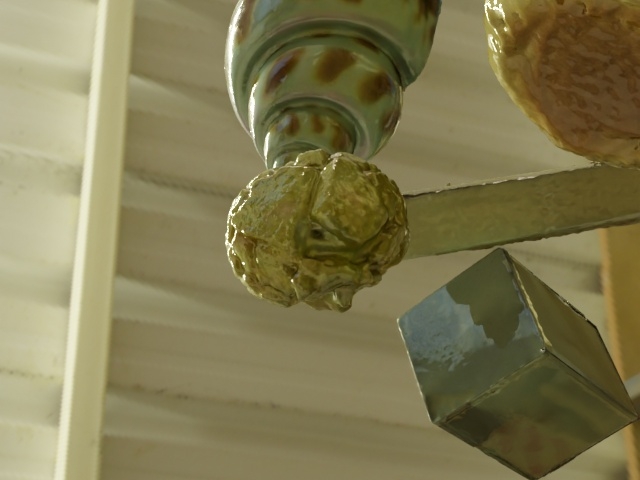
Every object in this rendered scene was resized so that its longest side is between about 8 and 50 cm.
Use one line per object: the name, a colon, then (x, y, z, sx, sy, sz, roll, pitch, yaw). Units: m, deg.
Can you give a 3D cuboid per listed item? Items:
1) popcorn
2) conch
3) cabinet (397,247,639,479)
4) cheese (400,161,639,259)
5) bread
popcorn: (0.000, 0.000, 0.799, 0.121, 0.116, 0.106, 4, -140, -23)
conch: (0.009, -0.198, 1.341, 0.197, 0.249, 0.368, 20, -127, -48)
cabinet: (0.214, 0.138, 1.333, 0.206, 0.145, 0.150, 35, -153, -41)
cheese: (0.205, -0.034, 1.381, 0.400, 0.034, 0.085, -10, -78, 9)
bread: (0.247, -0.163, 0.936, 0.244, 0.244, 0.134, 33, -119, -7)
